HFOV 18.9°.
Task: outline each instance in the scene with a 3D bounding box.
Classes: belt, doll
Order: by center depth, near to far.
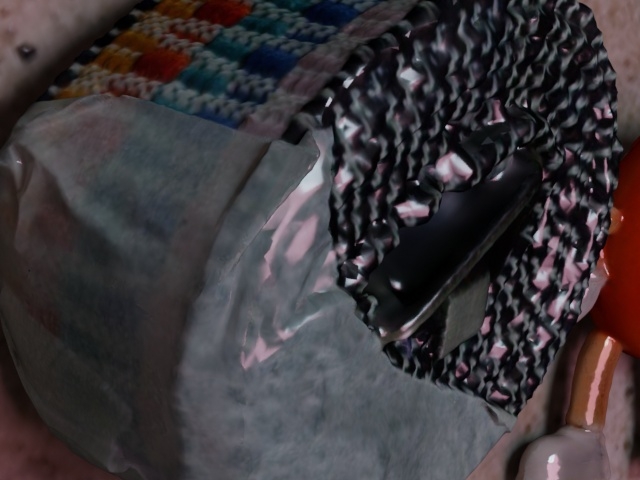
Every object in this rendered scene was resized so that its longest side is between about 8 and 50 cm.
[{"bbox_3d":[0.000,0.000,0.742,0.257,0.150,0.207,-46,133,-30],"label":"belt"},{"bbox_3d":[0.173,0.018,0.961,0.183,0.085,0.217,0,112,-42],"label":"doll"}]
